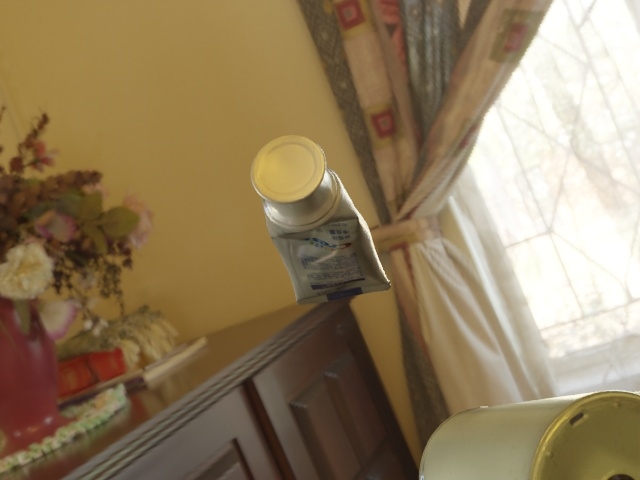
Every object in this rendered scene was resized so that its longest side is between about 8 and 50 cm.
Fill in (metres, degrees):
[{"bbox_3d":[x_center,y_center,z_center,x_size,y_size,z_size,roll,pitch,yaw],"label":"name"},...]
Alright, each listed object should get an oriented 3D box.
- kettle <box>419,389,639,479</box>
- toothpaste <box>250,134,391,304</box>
[{"bbox_3d":[0.270,0.258,0.938,0.265,0.205,0.318,-62,5,-19],"label":"kettle"},{"bbox_3d":[0.000,0.000,0.717,0.096,0.061,0.266,-10,-26,7],"label":"toothpaste"}]
